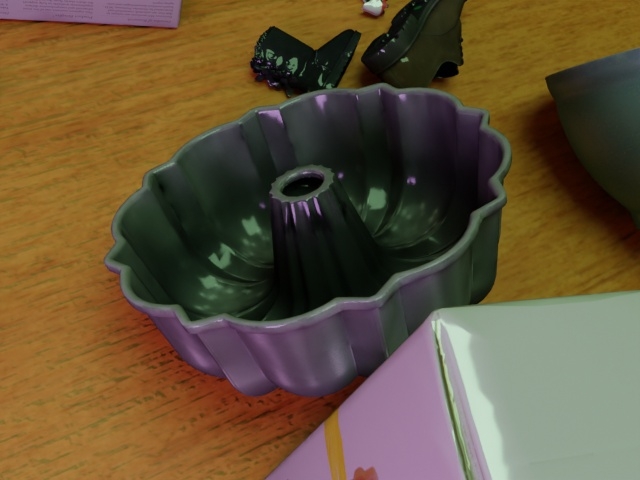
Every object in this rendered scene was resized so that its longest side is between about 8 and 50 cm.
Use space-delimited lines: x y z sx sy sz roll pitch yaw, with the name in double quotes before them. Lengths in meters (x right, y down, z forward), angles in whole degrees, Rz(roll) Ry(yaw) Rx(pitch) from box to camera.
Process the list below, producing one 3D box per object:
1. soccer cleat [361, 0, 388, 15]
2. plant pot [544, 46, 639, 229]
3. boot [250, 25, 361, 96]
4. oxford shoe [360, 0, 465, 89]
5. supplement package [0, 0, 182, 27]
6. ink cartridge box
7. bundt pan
"soccer cleat" 0.063 -0.315 0.950 0.035 0.029 0.083 5 66 -19
"plant pot" 0.413 -0.121 0.830 0.292 0.293 0.197 -16 95 -24
"boot" -0.017 -0.211 0.863 0.099 0.045 0.121 26 60 1
"oxford shoe" 0.132 -0.241 0.914 0.096 0.082 0.227 47 55 -16
"supplement package" -0.280 -0.351 0.795 0.261 0.145 0.204 -2 64 -19
"ink cartridge box" 0.140 0.174 0.503 0.279 0.385 0.161 -4 64 -19
"bundt pan" 0.000 0.000 0.643 0.330 0.124 0.331 -12 36 9
